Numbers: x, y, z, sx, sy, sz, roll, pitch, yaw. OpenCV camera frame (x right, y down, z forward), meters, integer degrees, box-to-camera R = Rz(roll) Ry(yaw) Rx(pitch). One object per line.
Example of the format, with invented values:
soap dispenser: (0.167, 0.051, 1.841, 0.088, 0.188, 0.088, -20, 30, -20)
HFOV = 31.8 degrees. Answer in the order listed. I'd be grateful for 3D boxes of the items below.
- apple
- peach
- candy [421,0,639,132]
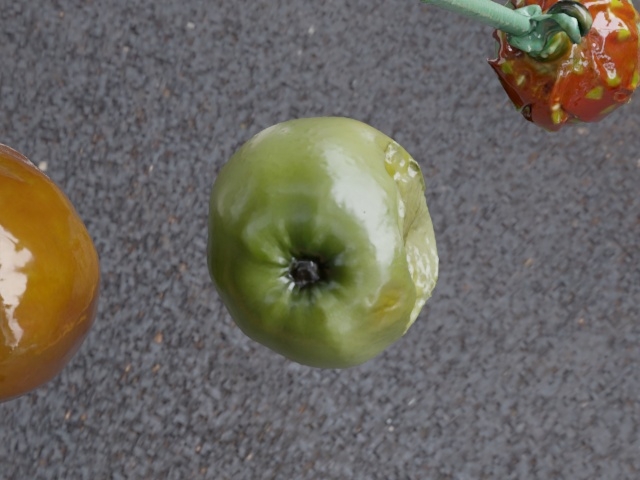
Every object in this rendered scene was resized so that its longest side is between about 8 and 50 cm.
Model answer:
apple: (0.000, 0.000, 1.184, 0.279, 0.279, 0.279, 9, 60, -15)
peach: (-0.436, 0.040, 1.372, 0.343, 0.342, 0.301, 25, 18, -6)
candy: (0.088, -0.095, 0.492, 0.084, 0.078, 0.288, 65, 22, 7)
